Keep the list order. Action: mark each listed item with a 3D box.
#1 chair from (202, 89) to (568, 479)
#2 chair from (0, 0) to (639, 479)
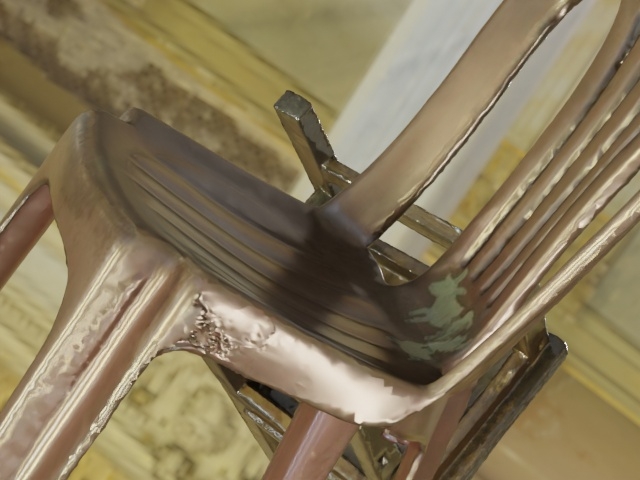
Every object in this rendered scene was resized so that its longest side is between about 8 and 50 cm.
[{"bbox_3d":[0.055,0.112,1.315,0.240,0.203,0.416,30,161,32],"label":"chair"},{"bbox_3d":[0.000,0.000,0.596,0.183,0.326,0.175,27,-166,-25],"label":"chair"}]
